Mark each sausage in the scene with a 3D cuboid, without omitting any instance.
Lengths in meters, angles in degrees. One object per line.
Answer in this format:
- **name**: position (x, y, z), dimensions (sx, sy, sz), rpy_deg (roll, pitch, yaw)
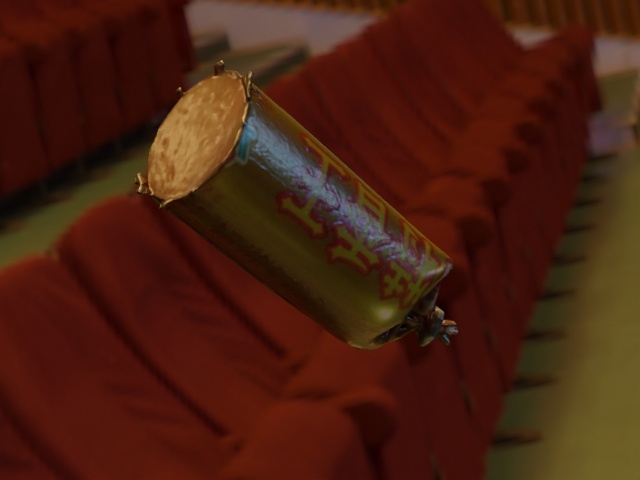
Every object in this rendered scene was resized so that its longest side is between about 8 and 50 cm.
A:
- **sausage**: position (-0.001, 0.002, 1.554), dimensions (0.125, 0.317, 0.117), rpy_deg (-54, 30, -8)
